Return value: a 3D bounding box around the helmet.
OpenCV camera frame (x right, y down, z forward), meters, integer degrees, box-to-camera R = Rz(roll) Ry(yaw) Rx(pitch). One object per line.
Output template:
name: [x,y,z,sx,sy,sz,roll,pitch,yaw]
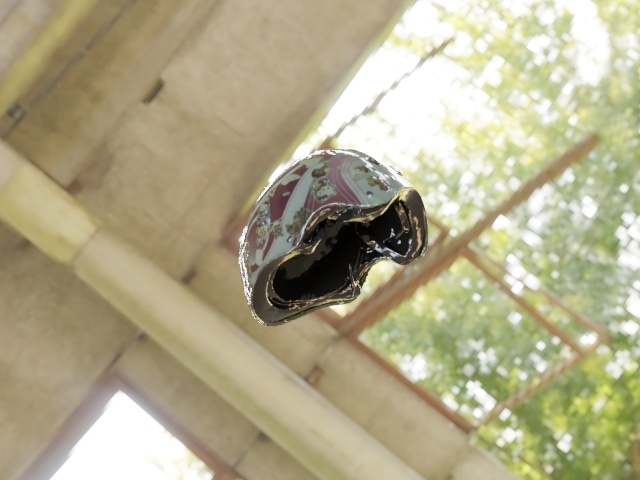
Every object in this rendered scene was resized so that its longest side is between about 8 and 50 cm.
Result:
helmet: [-0.001,-0.016,1.248,0.177,0.107,0.153,-32,-25,7]
